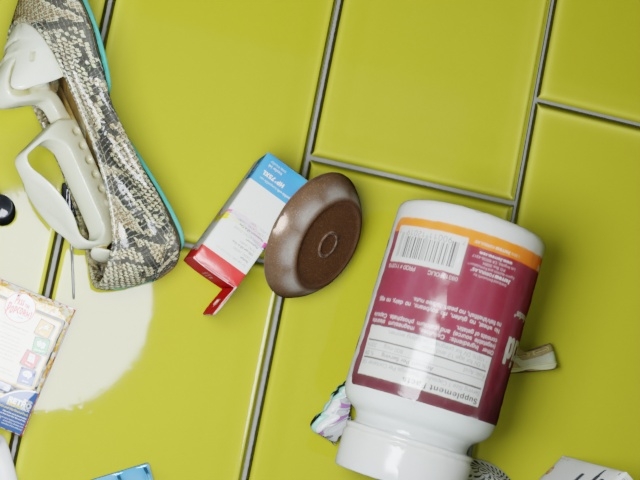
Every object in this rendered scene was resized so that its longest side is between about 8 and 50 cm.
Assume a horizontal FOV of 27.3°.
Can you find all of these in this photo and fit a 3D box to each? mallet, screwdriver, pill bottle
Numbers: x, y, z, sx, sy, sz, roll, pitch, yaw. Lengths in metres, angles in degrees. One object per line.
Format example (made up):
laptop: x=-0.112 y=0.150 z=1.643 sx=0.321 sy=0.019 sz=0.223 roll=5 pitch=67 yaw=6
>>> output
mallet: x=-0.478 y=-0.108 z=1.877 sx=0.039 sy=0.062 sz=0.190 roll=-20 pitch=76 yaw=-13
screwdriver: x=-0.360 y=0.000 z=1.901 sx=0.024 sy=0.025 sz=0.170 roll=-3 pitch=96 yaw=-12
pill bottle: x=0.166 y=0.157 z=1.885 sx=0.224 sy=0.224 sz=0.392 roll=18 pitch=84 yaw=-9

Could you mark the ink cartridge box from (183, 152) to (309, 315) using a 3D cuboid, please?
ink cartridge box: x=-0.120 y=-0.006 z=1.884 sx=0.078 sy=0.134 sz=0.231 roll=36 pitch=80 yaw=-8

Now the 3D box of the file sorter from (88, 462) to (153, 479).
file sorter: x=-0.304 y=0.397 z=1.840 sx=0.170 sy=0.104 sz=0.118 roll=-15 pitch=90 yaw=-12

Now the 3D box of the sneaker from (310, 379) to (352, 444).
sneaker: x=0.038 y=0.258 z=1.951 sx=0.069 sy=0.038 sz=0.098 roll=39 pitch=90 yaw=-8

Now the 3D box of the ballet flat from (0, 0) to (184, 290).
ballet flat: x=-0.349 y=-0.155 z=1.825 sx=0.182 sy=0.164 sz=0.483 roll=-24 pitch=93 yaw=-36

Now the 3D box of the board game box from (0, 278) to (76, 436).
board game box: x=-0.449 y=0.158 z=1.856 sx=0.146 sy=0.045 sz=0.193 roll=24 pitch=82 yaw=-8

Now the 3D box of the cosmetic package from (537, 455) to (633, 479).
cosmetic package: x=0.377 y=0.372 z=1.904 sx=0.099 sy=0.239 sz=0.060 roll=-40 pitch=94 yaw=-11

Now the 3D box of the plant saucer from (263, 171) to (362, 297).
plant saucer: x=0.000 y=0.000 z=1.888 sx=0.036 sy=0.198 sz=0.199 roll=30 pitch=79 yaw=33

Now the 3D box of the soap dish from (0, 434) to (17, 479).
soap dish: x=-0.477 y=0.409 z=1.752 sx=0.118 sy=0.229 sz=0.291 roll=-15 pitch=89 yaw=9

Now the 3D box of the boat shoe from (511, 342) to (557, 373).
boat shoe: x=0.294 y=0.179 z=2.000 sx=0.135 sy=0.050 sz=0.045 roll=-3 pitch=84 yaw=-21

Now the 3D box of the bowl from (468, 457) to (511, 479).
bowl: x=0.231 y=0.411 z=1.955 sx=0.170 sy=0.080 sz=0.170 roll=1 pitch=86 yaw=-12
